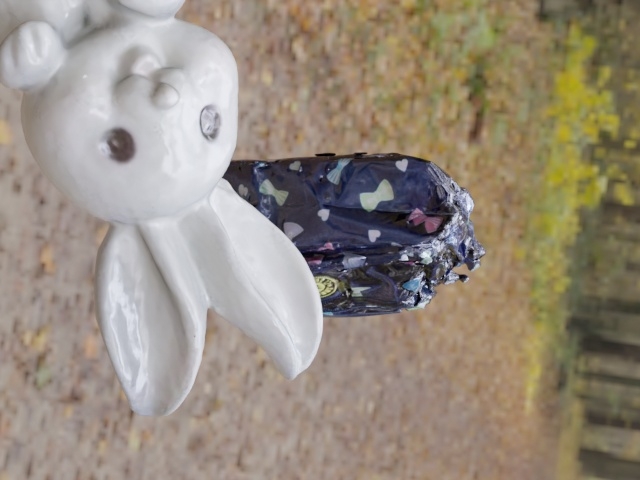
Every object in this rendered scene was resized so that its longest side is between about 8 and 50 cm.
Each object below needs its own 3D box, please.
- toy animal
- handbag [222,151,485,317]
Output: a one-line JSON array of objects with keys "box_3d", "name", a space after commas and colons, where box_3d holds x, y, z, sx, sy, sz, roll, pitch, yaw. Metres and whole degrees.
[{"box_3d": [-0.074, -0.030, 0.685, 0.221, 0.103, 0.131, 62, -22, 5], "name": "toy animal"}, {"box_3d": [0.000, 0.000, 1.225, 0.162, 0.260, 0.113, 55, 34, -72], "name": "handbag"}]
